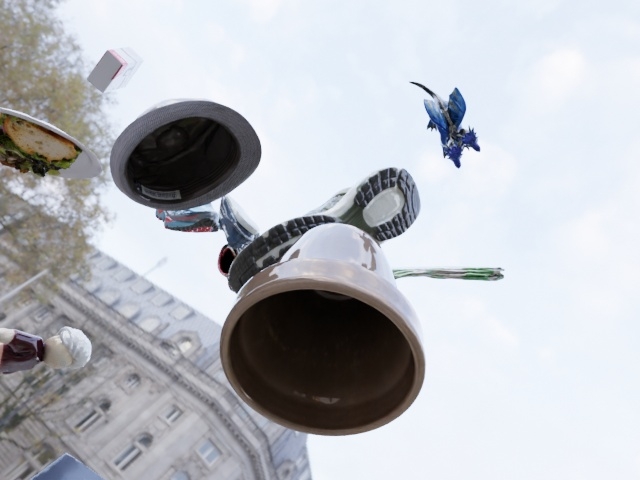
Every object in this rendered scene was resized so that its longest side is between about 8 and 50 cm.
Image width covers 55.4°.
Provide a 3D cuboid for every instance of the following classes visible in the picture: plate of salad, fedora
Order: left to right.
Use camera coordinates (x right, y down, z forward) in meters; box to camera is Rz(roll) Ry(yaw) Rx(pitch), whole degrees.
[{"bbox_3d":[-0.393,-0.119,0.809,0.199,0.048,0.200,11,-18,3],"label":"plate of salad"},{"bbox_3d":[-0.256,-0.180,1.134,0.244,0.275,0.124,45,18,-49],"label":"fedora"}]

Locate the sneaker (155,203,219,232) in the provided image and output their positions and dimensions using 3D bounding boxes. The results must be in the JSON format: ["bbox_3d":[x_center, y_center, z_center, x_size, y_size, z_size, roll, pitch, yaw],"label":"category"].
[{"bbox_3d":[-0.287,-0.089,1.281,0.261,0.104,0.125,23,-71,55],"label":"sneaker"}]

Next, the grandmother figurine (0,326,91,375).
[{"bbox_3d":[-0.633,0.230,1.203,0.208,0.342,0.104,-37,-120,52],"label":"grandmother figurine"}]

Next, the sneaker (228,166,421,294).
[{"bbox_3d":[0.000,0.000,1.176,0.158,0.410,0.182,65,-23,-8],"label":"sneaker"}]

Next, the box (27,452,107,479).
[{"bbox_3d":[-0.362,0.382,0.764,0.093,0.158,0.156,33,8,5],"label":"box"}]

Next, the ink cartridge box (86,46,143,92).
[{"bbox_3d":[-0.586,-0.492,1.753,0.063,0.150,0.109,41,-69,-8],"label":"ink cartridge box"}]

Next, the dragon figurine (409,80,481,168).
[{"bbox_3d":[0.276,-0.275,1.337,0.144,0.085,0.289,55,16,-68],"label":"dragon figurine"}]

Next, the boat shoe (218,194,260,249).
[{"bbox_3d":[-0.213,-0.045,1.487,0.095,0.079,0.254,42,2,-31],"label":"boat shoe"}]

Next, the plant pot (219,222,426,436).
[{"bbox_3d":[0.015,0.097,0.843,0.262,0.229,0.263,4,-58,7],"label":"plant pot"}]

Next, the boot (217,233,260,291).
[{"bbox_3d":[-0.252,0.031,1.902,0.085,0.237,0.179,9,-18,8],"label":"boot"}]

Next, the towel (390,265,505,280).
[{"bbox_3d":[0.296,0.090,1.654,0.248,0.324,0.038,177,-88,-76],"label":"towel"}]
